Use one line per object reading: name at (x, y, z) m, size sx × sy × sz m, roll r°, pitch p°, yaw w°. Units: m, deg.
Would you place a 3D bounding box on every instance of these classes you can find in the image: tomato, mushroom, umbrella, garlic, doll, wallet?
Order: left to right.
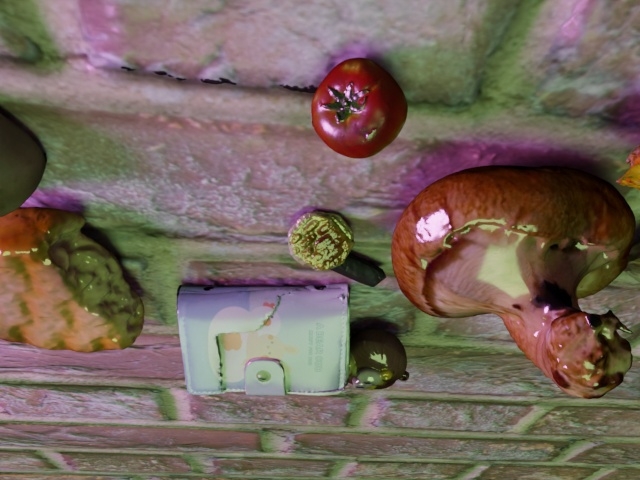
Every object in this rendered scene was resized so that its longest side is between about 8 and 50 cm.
mushroom at (-0.383, -0.074, 0.526) m, size 0.188 × 0.117 × 0.141 m, roll 14°, pitch 130°, yaw -12°
wallet at (-0.080, 0.147, 0.809) m, size 0.250 × 0.075 × 0.176 m, roll 0°, pitch 110°, yaw -1°
umbrella at (0.031, 0.028, 0.723) m, size 0.133 × 0.031 × 0.036 m, roll 24°, pitch 112°, yaw -29°
doll at (0.055, 0.199, 0.906) m, size 0.188 × 0.096 × 0.145 m, roll 5°, pitch 137°, yaw 10°
tomato at (0.036, -0.116, 0.487) m, size 0.087 × 0.087 × 0.075 m, roll -21°, pitch 178°, yaw 26°
mushroom at (0.205, 0.034, 0.606) m, size 0.267 × 0.254 × 0.267 m, roll 22°, pitch 148°, yaw 15°
garlic at (0.427, 0.024, 0.683) m, size 0.094 × 0.074 × 0.113 m, roll -33°, pitch 149°, yaw 23°

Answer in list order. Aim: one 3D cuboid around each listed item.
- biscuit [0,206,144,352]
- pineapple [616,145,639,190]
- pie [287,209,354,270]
biscuit at (-0.365, 0.058, 0.710) m, size 0.213 × 0.091 × 0.274 m, roll -3°, pitch 145°, yaw -1°
pineapple at (0.406, -0.090, 0.527) m, size 0.250 × 0.140 × 0.164 m, roll 12°, pitch -174°, yaw 8°
pie at (0.000, 0.000, 0.668) m, size 0.084 × 0.020 × 0.084 m, roll -3°, pitch 114°, yaw -7°
